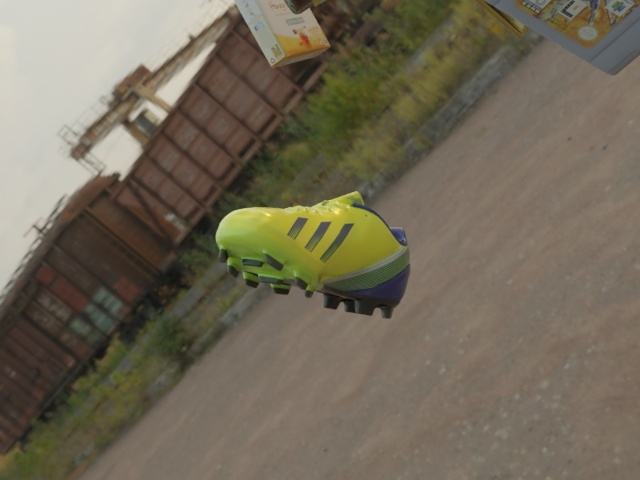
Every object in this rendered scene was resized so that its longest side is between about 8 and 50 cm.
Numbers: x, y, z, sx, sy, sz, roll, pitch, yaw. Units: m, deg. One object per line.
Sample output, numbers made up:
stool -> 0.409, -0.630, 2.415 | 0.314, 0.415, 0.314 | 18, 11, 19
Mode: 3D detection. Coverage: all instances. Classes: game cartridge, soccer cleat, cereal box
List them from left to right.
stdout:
cereal box -> -0.091, -0.441, 1.585 | 0.047, 0.240, 0.173 | -27, 4, 34
soccer cleat -> -0.001, 0.000, 0.855 | 0.093, 0.289, 0.121 | 6, 80, 35
game cartridge -> 0.343, -0.337, 1.084 | 0.198, 0.297, 0.062 | -41, 38, 44

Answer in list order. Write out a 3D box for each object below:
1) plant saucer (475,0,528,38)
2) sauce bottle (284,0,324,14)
plant saucer -> 0.324, -0.565, 1.513 | 0.333, 0.081, 0.333 | 13, -80, -55
sauce bottle -> 0.083, -0.467, 1.296 | 0.344, 0.111, 0.111 | -28, 9, 4
